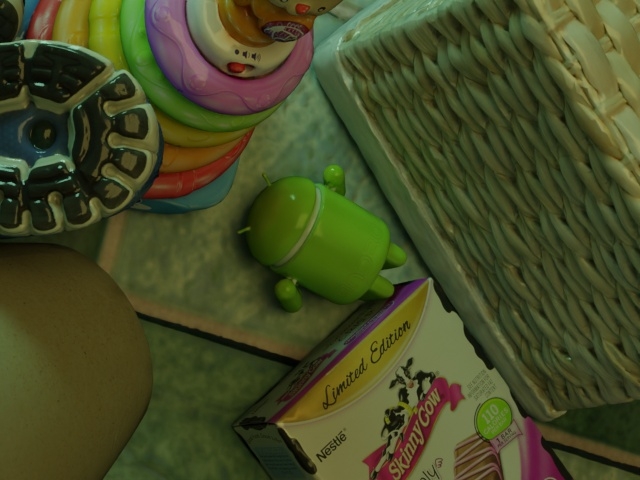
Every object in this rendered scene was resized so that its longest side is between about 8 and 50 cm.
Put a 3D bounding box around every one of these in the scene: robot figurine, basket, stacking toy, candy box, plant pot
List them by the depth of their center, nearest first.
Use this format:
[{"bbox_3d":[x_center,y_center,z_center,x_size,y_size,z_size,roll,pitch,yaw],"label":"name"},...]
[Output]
[{"bbox_3d":[-0.229,0.104,0.912,0.274,0.256,0.256,-30,98,-46],"label":"plant pot"},{"bbox_3d":[-0.063,-0.121,0.983,0.175,0.302,0.166,16,75,-27],"label":"stacking toy"},{"bbox_3d":[0.000,0.000,1.135,0.115,0.067,0.101,28,75,-22],"label":"robot figurine"},{"bbox_3d":[0.073,0.165,1.148,0.159,0.071,0.233,-42,102,-26],"label":"candy box"},{"bbox_3d":[0.237,-0.099,1.170,0.328,0.266,0.331,-37,99,-27],"label":"basket"}]

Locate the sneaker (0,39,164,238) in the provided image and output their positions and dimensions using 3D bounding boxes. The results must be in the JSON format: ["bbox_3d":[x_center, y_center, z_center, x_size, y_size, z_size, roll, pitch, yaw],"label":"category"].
[{"bbox_3d":[-0.244,-0.047,0.940,0.330,0.147,0.130,6,83,7],"label":"sneaker"}]

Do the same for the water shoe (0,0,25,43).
[{"bbox_3d":[-0.281,-0.156,1.013,0.203,0.073,0.080,10,38,-16],"label":"water shoe"}]
